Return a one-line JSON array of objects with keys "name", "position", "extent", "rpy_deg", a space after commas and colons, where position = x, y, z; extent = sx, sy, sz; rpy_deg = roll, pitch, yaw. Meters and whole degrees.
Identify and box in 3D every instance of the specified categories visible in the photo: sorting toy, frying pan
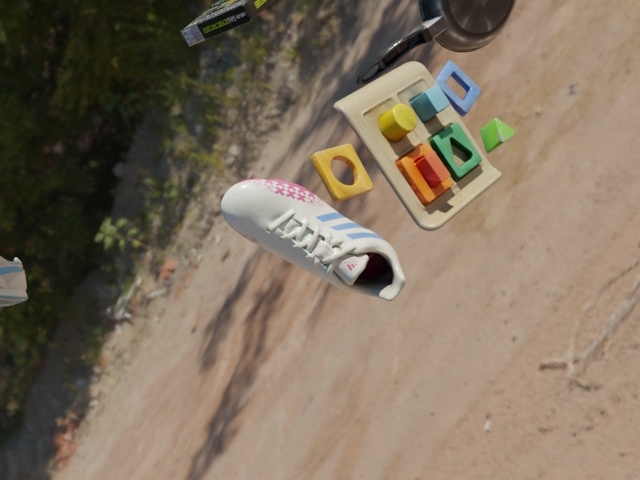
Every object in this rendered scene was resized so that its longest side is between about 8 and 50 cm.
[{"name": "sorting toy", "position": [0.131, -0.127, 1.151], "extent": [0.347, 0.196, 0.047], "rpy_deg": [-36, -2, -42]}, {"name": "frying pan", "position": [0.191, -0.381, 1.488], "extent": [0.053, 0.326, 0.197], "rpy_deg": [30, 136, 56]}]

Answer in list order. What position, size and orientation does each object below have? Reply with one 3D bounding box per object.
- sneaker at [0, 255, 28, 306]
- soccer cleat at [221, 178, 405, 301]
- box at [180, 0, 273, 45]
[{"name": "sneaker", "position": [-0.643, 0.064, 1.705], "extent": [0.087, 0.228, 0.092], "rpy_deg": [-20, 71, 28]}, {"name": "soccer cleat", "position": [0.000, 0.000, 1.498], "extent": [0.116, 0.331, 0.143], "rpy_deg": [-60, 25, 15]}, {"name": "box", "position": [-0.179, -0.493, 1.976], "extent": [0.190, 0.045, 0.184], "rpy_deg": [-12, 27, 37]}]
